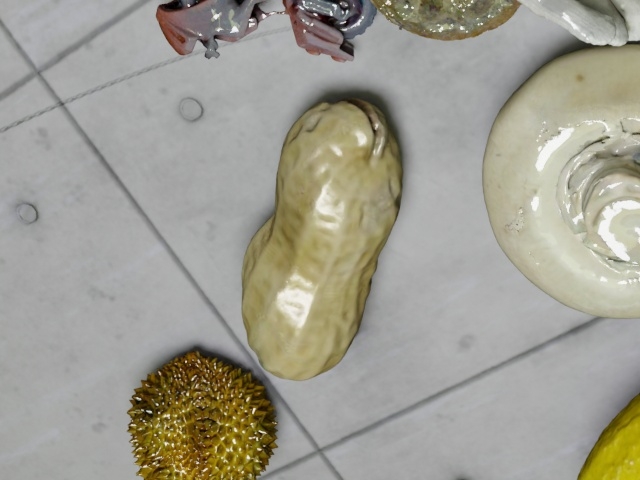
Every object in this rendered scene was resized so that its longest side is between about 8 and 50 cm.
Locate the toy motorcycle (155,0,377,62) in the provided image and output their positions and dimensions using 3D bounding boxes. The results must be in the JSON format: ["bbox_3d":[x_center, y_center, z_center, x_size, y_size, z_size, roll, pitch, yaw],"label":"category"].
[{"bbox_3d":[-0.059,-0.210,1.289,0.213,0.084,0.118,14,117,-8],"label":"toy motorcycle"}]

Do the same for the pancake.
[{"bbox_3d":[0.112,-0.240,1.241,0.158,0.028,0.158,3,133,3],"label":"pancake"}]

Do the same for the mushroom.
[{"bbox_3d":[0.261,-0.048,1.228,0.246,0.202,0.246,2,106,7],"label":"mushroom"}]

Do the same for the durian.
[{"bbox_3d":[-0.122,0.198,1.477,0.158,0.137,0.168,-12,100,-3],"label":"durian"}]

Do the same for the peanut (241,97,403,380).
[{"bbox_3d":[0.000,0.000,1.355,0.130,0.130,0.290,20,116,2],"label":"peanut"}]

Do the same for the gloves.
[{"bbox_3d":[0.207,-0.246,1.164,0.131,0.219,0.140,31,97,30],"label":"gloves"}]

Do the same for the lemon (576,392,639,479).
[{"bbox_3d":[0.373,0.253,1.314,0.268,0.268,0.322,27,117,-1],"label":"lemon"}]
